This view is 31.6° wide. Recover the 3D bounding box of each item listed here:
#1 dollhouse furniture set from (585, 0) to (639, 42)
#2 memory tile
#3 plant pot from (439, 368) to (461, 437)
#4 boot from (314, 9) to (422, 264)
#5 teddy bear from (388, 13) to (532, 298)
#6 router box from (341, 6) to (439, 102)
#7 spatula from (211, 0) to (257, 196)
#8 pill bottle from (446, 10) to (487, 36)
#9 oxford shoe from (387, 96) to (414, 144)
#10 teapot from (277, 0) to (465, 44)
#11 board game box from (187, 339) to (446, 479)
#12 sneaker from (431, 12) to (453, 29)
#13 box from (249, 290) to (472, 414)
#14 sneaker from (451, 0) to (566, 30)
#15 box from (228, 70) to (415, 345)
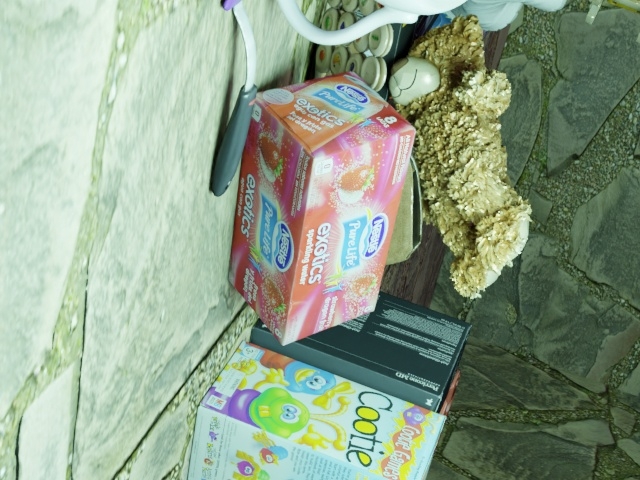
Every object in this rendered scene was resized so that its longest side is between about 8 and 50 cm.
[{"bbox_3d":[0.360,-0.470,1.696,0.201,0.374,0.152,84,31,-70],"label":"dollhouse furniture set"},{"bbox_3d":[0.036,-0.222,1.202,0.148,0.012,0.113,34,-63,57],"label":"memory tile"},{"bbox_3d":[0.060,0.247,1.738,0.272,0.265,0.272,19,90,-79],"label":"plant pot"},{"bbox_3d":[0.059,-0.119,1.325,0.112,0.115,0.305,-25,111,-64],"label":"boot"},{"bbox_3d":[0.154,-0.100,1.319,0.245,0.113,0.338,143,-61,-78],"label":"teddy bear"},{"bbox_3d":[0.113,-0.355,1.433,0.309,0.081,0.243,-60,166,-45],"label":"router box"},{"bbox_3d":[-0.068,-0.159,1.010,0.084,0.030,0.296,-55,161,-52],"label":"spatula"},{"bbox_3d":[0.246,-0.391,1.962,0.193,0.108,0.108,-55,161,-57],"label":"pill bottle"},{"bbox_3d":[0.109,-0.209,1.703,0.271,0.097,0.098,-65,153,-60],"label":"oxford shoe"},{"bbox_3d":[0.066,-0.327,0.982,0.256,0.187,0.252,-49,153,-20],"label":"teapot"},{"bbox_3d":[-0.006,0.260,1.401,0.142,0.275,0.144,-56,162,-53],"label":"board game box"},{"bbox_3d":[0.173,-0.303,1.701,0.240,0.126,0.091,-54,161,-55],"label":"sneaker"},{"bbox_3d":[0.052,0.153,1.537,0.184,0.261,0.103,-52,159,-58],"label":"box"},{"bbox_3d":[0.245,-0.374,1.607,0.297,0.129,0.111,179,-80,-73],"label":"sneaker"},{"bbox_3d":[-0.004,-0.032,1.186,0.128,0.122,0.257,-18,137,-30],"label":"box"}]
